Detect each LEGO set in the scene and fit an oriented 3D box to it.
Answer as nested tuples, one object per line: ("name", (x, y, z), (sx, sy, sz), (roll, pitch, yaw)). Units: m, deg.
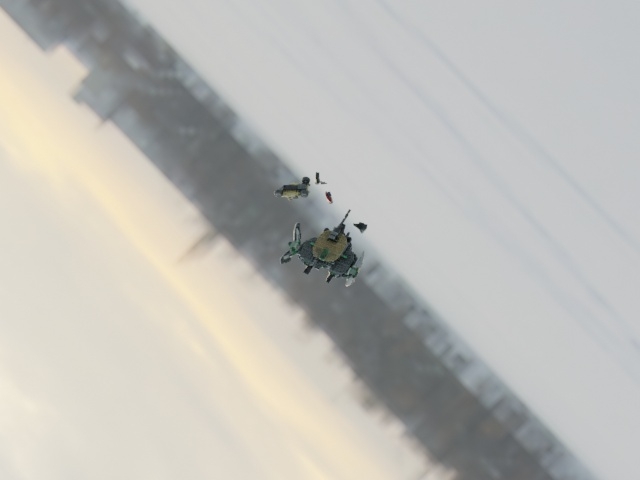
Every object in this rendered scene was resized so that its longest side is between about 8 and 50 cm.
("LEGO set", (0.002, -0.002, 1.182), (0.023, 0.054, 0.083), (80, -176, -55))
